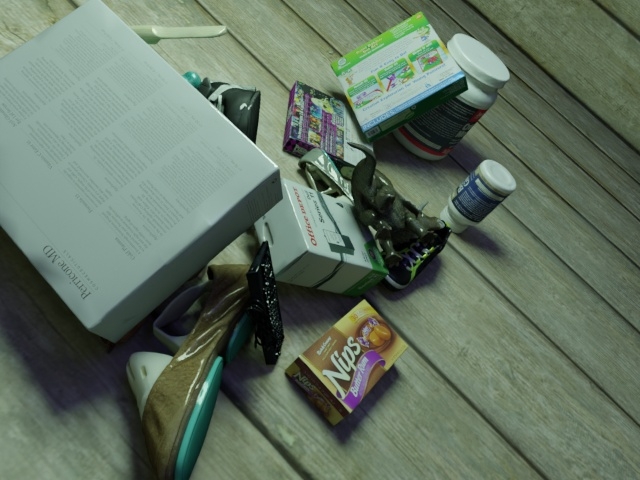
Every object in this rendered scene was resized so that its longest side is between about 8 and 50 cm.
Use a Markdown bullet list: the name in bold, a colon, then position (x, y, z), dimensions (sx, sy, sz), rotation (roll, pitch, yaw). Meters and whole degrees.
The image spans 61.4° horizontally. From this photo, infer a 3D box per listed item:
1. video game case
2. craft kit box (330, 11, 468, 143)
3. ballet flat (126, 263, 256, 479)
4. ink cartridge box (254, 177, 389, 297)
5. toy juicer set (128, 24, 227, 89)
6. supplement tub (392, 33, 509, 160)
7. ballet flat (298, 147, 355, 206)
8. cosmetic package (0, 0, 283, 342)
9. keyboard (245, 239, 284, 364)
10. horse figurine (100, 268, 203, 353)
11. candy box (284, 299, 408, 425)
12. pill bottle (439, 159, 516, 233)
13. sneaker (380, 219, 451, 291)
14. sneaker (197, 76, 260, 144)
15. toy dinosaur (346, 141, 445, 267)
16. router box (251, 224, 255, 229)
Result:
- **video game case**: position (0.023, -0.246, 1.220), dimensions (0.210, 0.042, 0.232), rotation (22, 43, -20)
- **craft kit box**: position (0.174, -0.380, 1.249), dimensions (0.061, 0.250, 0.246), rotation (44, 23, -58)
- **ballet flat**: position (-0.164, 0.142, 0.686), dimensions (0.124, 0.116, 0.342), rotation (16, 41, 4)
- **ink cartridge box**: position (0.000, 0.000, 0.905), dimensions (0.209, 0.087, 0.153), rotation (16, 44, -46)
- **toy juicer set**: position (-0.305, -0.224, 0.854), dimensions (0.209, 0.089, 0.328), rotation (21, 70, 16)
- **supplement tub**: position (0.317, -0.353, 1.358), dimensions (0.191, 0.272, 0.191), rotation (20, 44, -21)
- **ballet flat**: position (0.033, -0.094, 1.082), dimensions (0.068, 0.072, 0.213), rotation (-35, 75, -20)
- **cosmetic package**: position (-0.279, -0.104, 0.695), dimensions (0.284, 0.097, 0.377), rotation (-41, 75, -16)
- **keyboard**: position (-0.063, 0.100, 0.735), dimensions (0.038, 0.191, 0.100), rotation (5, 42, 14)
- **horse figurine**: position (-0.236, 0.021, 0.766), dimensions (0.174, 0.066, 0.263), rotation (43, 43, 16)
- **candy box**: position (0.045, 0.182, 0.834), dimensions (0.109, 0.053, 0.187), rotation (47, 40, 10)
- **pill bottle**: position (0.350, -0.094, 1.222), dimensions (0.094, 0.169, 0.094), rotation (21, 43, -21)
- **sneaker**: position (0.187, 0.014, 1.058), dimensions (0.084, 0.097, 0.235), rotation (45, 41, 8)
- **sneaker**: position (-0.182, -0.219, 0.944), dimensions (0.147, 0.122, 0.330), rotation (7, 16, -14)
- **toy dinosaur**: position (0.106, -0.059, 0.946), dimensions (0.314, 0.121, 0.160), rotation (36, 16, -35)
- **router box**: position (-0.181, -0.106, 0.938), dimensions (0.179, 0.046, 0.133), rotation (20, 43, -21)
